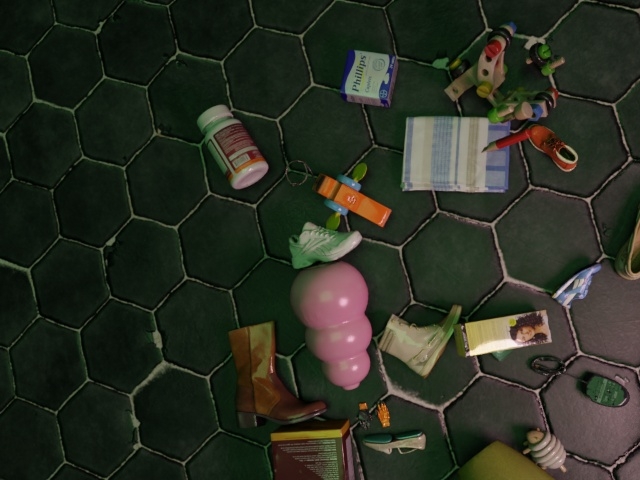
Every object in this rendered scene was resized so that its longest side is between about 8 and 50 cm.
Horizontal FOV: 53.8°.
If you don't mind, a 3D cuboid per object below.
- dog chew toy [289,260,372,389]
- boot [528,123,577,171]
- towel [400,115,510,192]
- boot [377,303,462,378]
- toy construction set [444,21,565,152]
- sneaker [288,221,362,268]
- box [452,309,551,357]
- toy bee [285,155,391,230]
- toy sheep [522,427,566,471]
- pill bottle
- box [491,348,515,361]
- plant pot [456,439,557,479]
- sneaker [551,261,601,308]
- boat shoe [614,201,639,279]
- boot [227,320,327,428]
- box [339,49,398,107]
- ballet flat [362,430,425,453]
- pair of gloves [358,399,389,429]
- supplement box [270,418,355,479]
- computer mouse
[{"bbox_3d":[0.041,0.226,1.652,0.206,0.206,0.332,-13,91,11],"label":"dog chew toy"},{"bbox_3d":[0.597,-0.247,1.618,0.059,0.084,0.158,-46,77,7],"label":"boot"},{"bbox_3d":[0.361,-0.231,1.693,0.285,0.034,0.209,2,84,10],"label":"towel"},{"bbox_3d":[0.261,0.232,1.662,0.165,0.077,0.213,30,93,15],"label":"boot"},{"bbox_3d":[0.436,-0.361,1.603,0.257,0.237,0.309,27,63,-28],"label":"toy construction set"},{"bbox_3d":[0.000,0.000,1.682,0.232,0.090,0.115,-18,99,32],"label":"sneaker"},{"bbox_3d":[0.457,0.233,1.590,0.232,0.058,0.087,-9,85,-8],"label":"box"},{"bbox_3d":[0.048,-0.142,1.711,0.195,0.162,0.298,-41,104,-1],"label":"toy bee"},{"bbox_3d":[0.564,0.526,1.574,0.091,0.091,0.132,-44,93,6],"label":"toy sheep"},{"bbox_3d":[-0.251,-0.265,1.780,0.121,0.121,0.221,-33,80,8],"label":"pill bottle"},{"bbox_3d":[0.463,0.264,1.644,0.067,0.018,0.083,-43,79,6],"label":"box"},{"bbox_3d":[0.473,0.641,1.511,0.275,0.275,0.293,-42,64,6],"label":"plant pot"},{"bbox_3d":[0.657,0.113,1.597,0.144,0.053,0.059,-44,78,15],"label":"sneaker"},{"bbox_3d":[0.825,-0.032,1.550,0.104,0.089,0.285,24,91,13],"label":"boat shoe"},{"bbox_3d":[-0.121,0.364,1.745,0.264,0.096,0.281,-10,77,19],"label":"boot"},{"bbox_3d":[0.134,-0.445,1.736,0.137,0.072,0.126,11,88,13],"label":"box"},{"bbox_3d":[0.195,0.539,1.665,0.168,0.057,0.052,-9,94,12],"label":"ballet flat"},{"bbox_3d":[0.144,0.471,1.702,0.083,0.010,0.074,-11,84,12],"label":"pair of gloves"},{"bbox_3d":[-0.017,0.588,1.668,0.191,0.129,0.194,-7,84,11],"label":"supplement box"},{"bbox_3d":[0.652,0.354,1.593,0.242,0.041,0.071,22,82,19],"label":"computer mouse"}]
